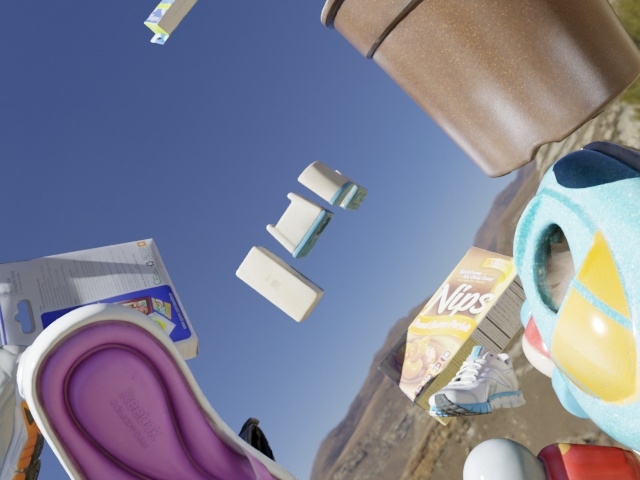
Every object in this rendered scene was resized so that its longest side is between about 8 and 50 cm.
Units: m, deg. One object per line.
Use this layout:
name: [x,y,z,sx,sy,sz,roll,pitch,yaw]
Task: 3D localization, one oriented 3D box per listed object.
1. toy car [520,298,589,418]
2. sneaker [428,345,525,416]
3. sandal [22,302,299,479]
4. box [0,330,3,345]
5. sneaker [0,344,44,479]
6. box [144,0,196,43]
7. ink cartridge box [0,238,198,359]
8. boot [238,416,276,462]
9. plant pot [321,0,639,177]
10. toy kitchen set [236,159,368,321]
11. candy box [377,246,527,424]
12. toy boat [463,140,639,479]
toy car: [0.377,0.069,0.735,0.219,0.210,0.237,-69,-10,-71]
sneaker: [0.192,0.175,0.762,0.191,0.071,0.082,7,-105,-51]
sandal: [-0.107,0.242,0.530,0.169,0.416,0.102,-41,22,-17]
box: [-0.673,0.184,1.133,0.142,0.299,0.154,-9,-23,-9]
sneaker: [-0.469,0.276,0.873,0.099,0.121,0.262,109,166,-70]
box: [-0.321,-0.519,1.339,0.042,0.109,0.178,39,-93,-35]
ink cartridge box: [-0.421,0.132,1.123,0.307,0.303,0.072,-13,-44,-25]
boot: [-0.145,0.417,0.884,0.229,0.263,0.091,-42,-51,15]
plant pot: [0.115,-0.143,0.414,0.167,0.165,0.167,-39,3,2]
toy kitchen set: [0.000,0.000,0.937,0.207,0.122,0.166,-55,-12,9]
candy box: [0.264,0.168,1.144,0.316,0.087,0.183,-52,19,-4]
toy boat: [0.203,0.097,0.460,0.267,0.148,0.318,-96,7,-61]
